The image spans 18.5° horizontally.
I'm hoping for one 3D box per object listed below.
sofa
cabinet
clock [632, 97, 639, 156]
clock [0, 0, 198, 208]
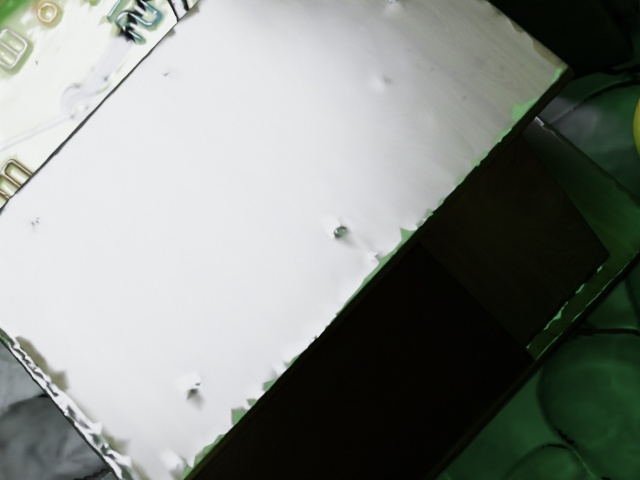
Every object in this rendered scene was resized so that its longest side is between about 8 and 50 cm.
[{"bbox_3d":[0.087,-0.132,0.820,0.060,0.147,0.085,-21,65,18],"label":"sofa"},{"bbox_3d":[0.000,0.000,0.792,0.215,0.175,0.148,-46,61,2],"label":"cabinet"},{"bbox_3d":[0.227,-0.078,0.752,0.143,0.096,0.202,35,93,21],"label":"clock"},{"bbox_3d":[-0.151,-0.149,0.952,0.379,0.120,0.276,39,93,24],"label":"clock"}]
